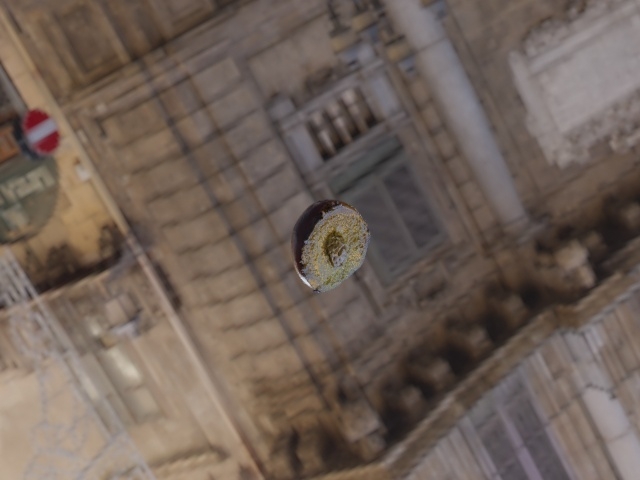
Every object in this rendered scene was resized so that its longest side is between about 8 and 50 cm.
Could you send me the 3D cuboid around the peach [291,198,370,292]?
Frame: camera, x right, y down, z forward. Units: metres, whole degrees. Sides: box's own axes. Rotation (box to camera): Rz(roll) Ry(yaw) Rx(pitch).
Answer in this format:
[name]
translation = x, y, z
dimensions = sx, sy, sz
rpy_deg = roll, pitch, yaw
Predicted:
[peach]
translation = 0.000, 0.001, 1.363
dimensions = 0.098, 0.098, 0.061
rpy_deg = -36, -146, -27
